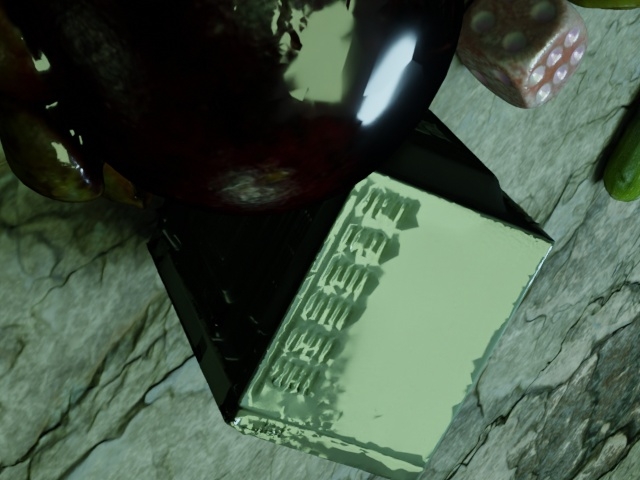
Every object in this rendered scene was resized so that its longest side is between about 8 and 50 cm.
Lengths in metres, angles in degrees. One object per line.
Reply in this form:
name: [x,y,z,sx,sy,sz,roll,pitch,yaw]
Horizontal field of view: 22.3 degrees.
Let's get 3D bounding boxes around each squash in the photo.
squash: [0.397,-0.144,1.888,0.066,0.066,0.228,-4,125,-54]

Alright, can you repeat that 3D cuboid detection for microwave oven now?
microwave oven: [0.000,0.000,1.212,0.181,0.295,0.237,20,107,-24]

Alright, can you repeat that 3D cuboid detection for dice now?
dice: [0.187,-0.184,1.508,0.093,0.091,0.094,-49,151,-6]

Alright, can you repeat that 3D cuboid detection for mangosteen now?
mangosteen: [-0.086,-0.150,0.977,0.347,0.306,0.307,-27,154,12]

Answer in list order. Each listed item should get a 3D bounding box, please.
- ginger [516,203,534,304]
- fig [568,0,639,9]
ginger: [0.157,0.049,1.701,0.270,0.123,0.218,-25,139,-39]
fig: [0.268,-0.298,1.467,0.142,0.148,0.186,-30,108,-35]
